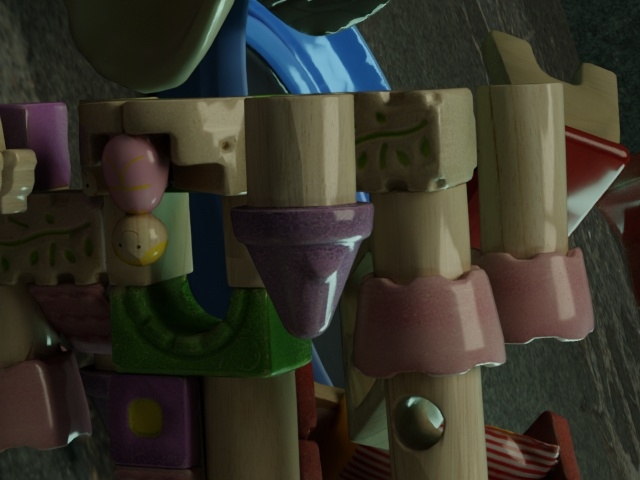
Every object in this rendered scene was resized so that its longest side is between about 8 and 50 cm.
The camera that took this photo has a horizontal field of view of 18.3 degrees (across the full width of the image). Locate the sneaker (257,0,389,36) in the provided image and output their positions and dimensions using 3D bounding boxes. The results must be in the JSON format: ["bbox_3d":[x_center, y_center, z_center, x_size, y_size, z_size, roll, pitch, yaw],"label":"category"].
[{"bbox_3d":[-0.097,-0.312,1.301,0.410,0.158,0.182,56,-2,-9],"label":"sneaker"}]

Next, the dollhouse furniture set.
[{"bbox_3d":[0.101,0.088,1.103,0.201,0.374,0.152,16,44,-21],"label":"dollhouse furniture set"}]

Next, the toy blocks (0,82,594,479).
[{"bbox_3d":[-0.055,0.066,0.879,0.309,0.289,0.260,-12,101,-64],"label":"toy blocks"}]

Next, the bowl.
[{"bbox_3d":[0.000,0.000,1.403,0.391,0.077,0.391,-18,90,-71],"label":"bowl"}]

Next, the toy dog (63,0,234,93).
[{"bbox_3d":[0.000,-0.338,1.046,0.284,0.395,0.408,44,46,10],"label":"toy dog"}]
